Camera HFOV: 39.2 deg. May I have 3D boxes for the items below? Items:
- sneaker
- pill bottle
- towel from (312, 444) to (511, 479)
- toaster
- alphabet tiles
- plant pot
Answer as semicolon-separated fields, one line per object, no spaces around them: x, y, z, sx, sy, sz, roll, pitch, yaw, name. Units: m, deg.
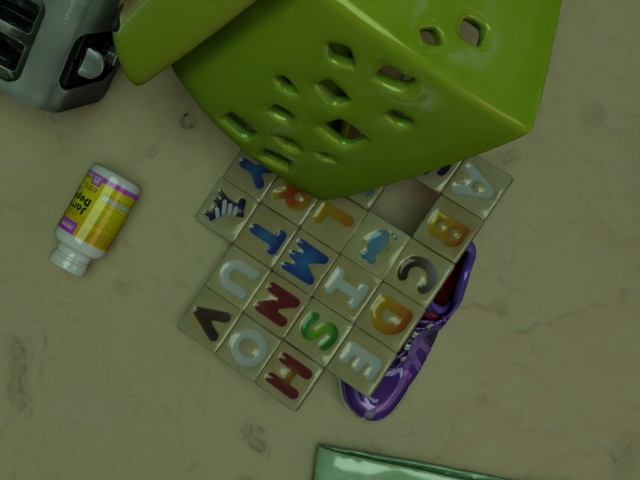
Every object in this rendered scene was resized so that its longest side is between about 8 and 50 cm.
0.067;0.063;0.706;0.068;0.071;0.170;27;88;-4;sneaker
-0.177;-0.015;0.699;0.043;0.043;0.083;29;87;-4;pill bottle
0.088;0.348;0.724;0.247;0.038;0.325;11;89;-4;towel
-0.214;-0.206;0.643;0.185;0.110;0.168;29;109;-4;toaster
0.000;0.000;0.695;0.198;0.009;0.237;33;86;18;alphabet tiles
0.005;-0.178;0.574;0.207;0.227;0.228;23;70;-28;plant pot
